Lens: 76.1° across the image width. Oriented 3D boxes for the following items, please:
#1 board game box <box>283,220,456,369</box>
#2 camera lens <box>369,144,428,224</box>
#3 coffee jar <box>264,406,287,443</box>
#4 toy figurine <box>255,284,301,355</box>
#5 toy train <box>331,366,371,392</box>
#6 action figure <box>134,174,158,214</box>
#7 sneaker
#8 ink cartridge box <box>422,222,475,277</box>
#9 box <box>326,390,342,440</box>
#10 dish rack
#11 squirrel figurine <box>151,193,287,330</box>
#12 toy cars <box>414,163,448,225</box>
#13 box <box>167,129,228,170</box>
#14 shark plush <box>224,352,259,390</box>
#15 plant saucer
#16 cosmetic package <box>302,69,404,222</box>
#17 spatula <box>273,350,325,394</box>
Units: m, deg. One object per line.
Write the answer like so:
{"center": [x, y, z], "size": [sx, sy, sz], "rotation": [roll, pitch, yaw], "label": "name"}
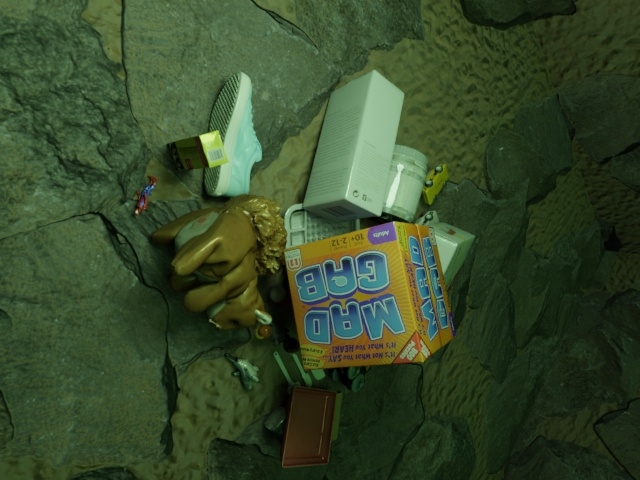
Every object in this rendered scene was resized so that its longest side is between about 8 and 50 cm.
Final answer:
{"center": [0.158, 0.161, 1.237], "size": [0.356, 0.357, 0.355], "rotation": [2, 76, -59], "label": "board game box"}
{"center": [0.276, -0.200, 1.562], "size": [0.220, 0.220, 0.273], "rotation": [21, 84, -37], "label": "camera lens"}
{"center": [-0.120, 0.697, 1.485], "size": [0.096, 0.079, 0.184], "rotation": [-45, 120, -32], "label": "coffee jar"}
{"center": [-0.094, 0.267, 1.360], "size": [0.148, 0.213, 0.209], "rotation": [28, 84, -49], "label": "toy figurine"}
{"center": [0.122, 0.432, 1.573], "size": [0.190, 0.142, 0.333], "rotation": [-43, 133, -32], "label": "toy train"}
{"center": [-0.483, -0.123, 1.123], "size": [0.030, 0.038, 0.115], "rotation": [30, 76, -58], "label": "action figure"}
{"center": [-0.244, -0.305, 1.228], "size": [0.150, 0.135, 0.365], "rotation": [6, 102, -45], "label": "sneaker"}
{"center": [0.466, 0.087, 1.656], "size": [0.385, 0.161, 0.278], "rotation": [-9, 123, -59], "label": "ink cartridge box"}
{"center": [0.009, 0.708, 1.620], "size": [0.165, 0.021, 0.200], "rotation": [3, 95, -37], "label": "box"}
{"center": [0.000, 0.000, 1.479], "size": [0.333, 0.072, 0.285], "rotation": [-10, 102, -35], "label": "dish rack"}
{"center": [-0.231, 0.076, 1.202], "size": [0.397, 0.281, 0.370], "rotation": [-37, 123, -24], "label": "squirrel figurine"}
{"center": [0.463, -0.148, 1.797], "size": [0.177, 0.087, 0.392], "rotation": [3, 100, -49], "label": "toy cars"}
{"center": [-0.332, -0.236, 1.095], "size": [0.058, 0.232, 0.087], "rotation": [-28, 113, -34], "label": "box"}
{"center": [-0.264, 0.436, 1.359], "size": [0.067, 0.073, 0.161], "rotation": [-33, 124, 5], "label": "shark plush"}
{"center": [-0.047, 0.667, 1.477], "size": [0.259, 0.048, 0.258], "rotation": [29, 62, -45], "label": "plant saucer"}
{"center": [0.112, -0.303, 1.374], "size": [0.162, 0.230, 0.452], "rotation": [22, 74, -35], "label": "cosmetic package"}
{"center": [-0.079, 0.470, 1.521], "size": [0.168, 0.019, 0.241], "rotation": [-34, 116, -27], "label": "spatula"}
